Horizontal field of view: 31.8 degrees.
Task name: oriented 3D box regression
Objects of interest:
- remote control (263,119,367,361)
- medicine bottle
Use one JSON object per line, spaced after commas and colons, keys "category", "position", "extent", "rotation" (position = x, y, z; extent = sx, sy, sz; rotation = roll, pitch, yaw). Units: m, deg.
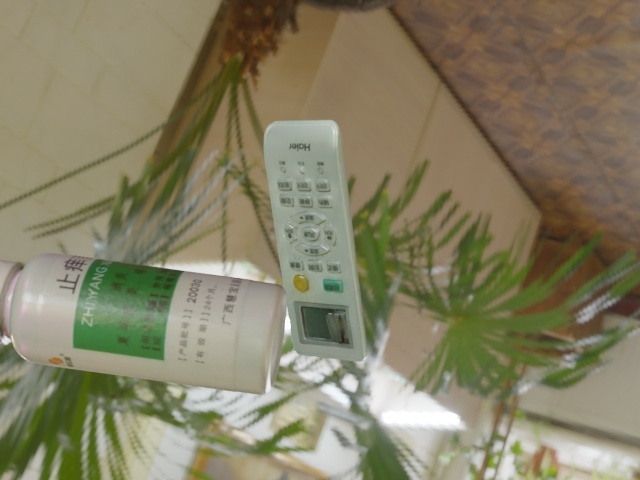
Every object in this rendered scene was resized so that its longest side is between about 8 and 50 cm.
{"category": "remote control", "position": [0.000, 0.001, 1.333], "extent": [0.103, 0.293, 0.051], "rotation": [4, -162, 32]}
{"category": "medicine bottle", "position": [-0.160, 0.064, 0.905], "extent": [0.260, 0.095, 0.095], "rotation": [6, 163, 4]}
